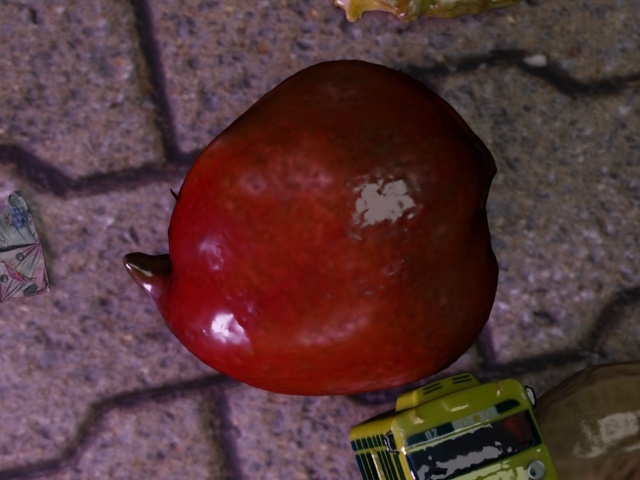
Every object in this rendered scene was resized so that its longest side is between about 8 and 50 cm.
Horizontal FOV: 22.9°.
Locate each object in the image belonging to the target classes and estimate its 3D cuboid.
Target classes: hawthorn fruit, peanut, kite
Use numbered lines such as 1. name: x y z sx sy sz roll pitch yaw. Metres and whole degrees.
1. hawthorn fruit: 0.016 0.003 1.357 0.295 0.295 0.311 45 82 -1
2. peanut: 0.302 0.162 1.430 0.290 0.130 0.130 -15 86 8
3. kite: -0.313 0.008 1.439 0.153 0.005 0.137 31 80 -3

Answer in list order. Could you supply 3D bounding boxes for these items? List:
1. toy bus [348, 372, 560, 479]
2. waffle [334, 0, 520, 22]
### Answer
1. toy bus: 0.110 0.195 1.349 0.128 0.262 0.150 -17 83 -10
2. waffle: 0.105 -0.358 1.507 0.325 0.068 0.302 -13 86 -11
